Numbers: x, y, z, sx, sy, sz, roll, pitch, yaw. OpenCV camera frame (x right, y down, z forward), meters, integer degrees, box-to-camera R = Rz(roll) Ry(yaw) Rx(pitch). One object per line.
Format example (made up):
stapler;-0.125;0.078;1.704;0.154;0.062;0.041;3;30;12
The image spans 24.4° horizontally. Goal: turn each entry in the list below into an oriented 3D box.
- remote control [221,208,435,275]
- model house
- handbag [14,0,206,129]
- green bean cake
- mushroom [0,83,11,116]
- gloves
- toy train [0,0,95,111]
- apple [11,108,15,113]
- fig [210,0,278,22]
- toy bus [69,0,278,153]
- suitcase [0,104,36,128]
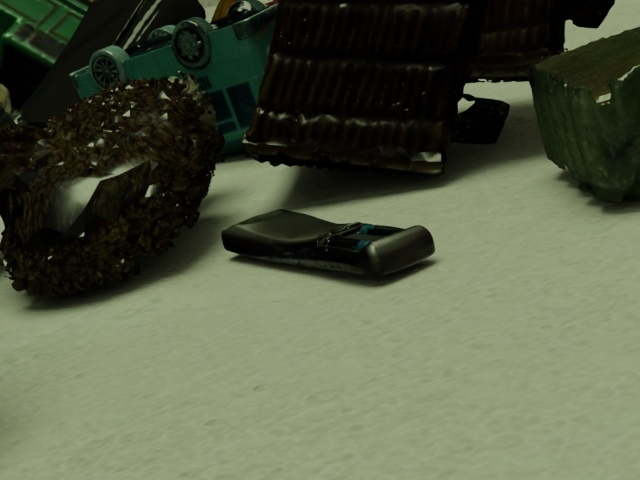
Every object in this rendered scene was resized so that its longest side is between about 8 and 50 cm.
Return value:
remote control;0.000;0.000;1.042;0.059;0.028;0.212;-24;17;-29
model house;0.099;-0.153;1.265;0.317;0.297;0.282;4;51;13
handbag;-0.269;-0.205;1.841;0.223;0.080;0.247;1;54;53
green bean cake;0.249;-0.098;1.032;0.181;0.094;0.173;-16;14;-3
mushroom;-0.449;-0.135;1.856;0.097;0.109;0.351;8;-3;-26
gloves;-0.179;-0.054;1.216;0.210;0.135;0.312;-14;16;-3
toy train;-0.414;-0.313;2.071;0.429;0.178;0.249;30;48;5
apple;-0.562;-0.290;2.283;0.262;0.262;0.262;-14;14;4
fig;-0.063;-0.279;1.813;0.175;0.207;0.175;-7;6;1
toy bus;-0.119;-0.162;1.541;0.256;0.147;0.128;-10;15;37
suitcase;-0.377;-0.068;1.224;0.128;0.202;0.312;-22;22;32
